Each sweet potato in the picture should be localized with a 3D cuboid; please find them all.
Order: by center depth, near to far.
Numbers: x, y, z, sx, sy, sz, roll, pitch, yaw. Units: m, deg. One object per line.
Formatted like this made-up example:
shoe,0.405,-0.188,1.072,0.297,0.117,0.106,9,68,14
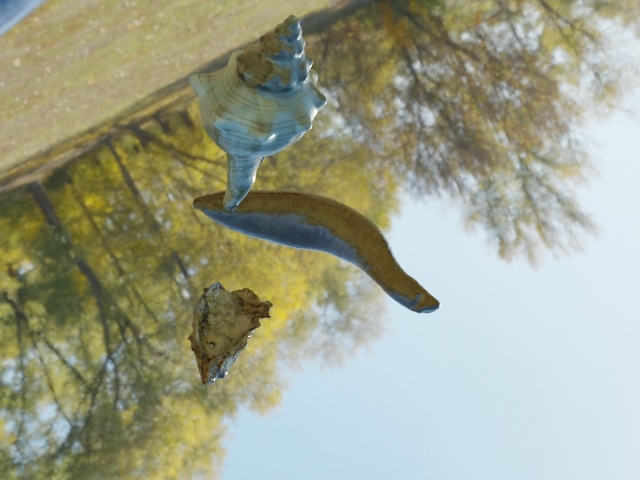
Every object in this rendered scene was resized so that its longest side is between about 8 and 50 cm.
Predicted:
sweet potato,0.005,-0.004,1.097,0.079,0.346,0.108,116,-3,-51

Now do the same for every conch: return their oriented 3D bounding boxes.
conch,-0.063,-0.136,0.796,0.137,0.114,0.234,-52,-172,-21

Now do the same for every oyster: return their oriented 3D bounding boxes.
oyster,-0.101,0.088,0.831,0.086,0.029,0.132,25,-141,22

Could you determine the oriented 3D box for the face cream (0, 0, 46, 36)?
face cream,-0.186,-0.162,0.464,0.385,0.086,0.136,-38,-144,9
